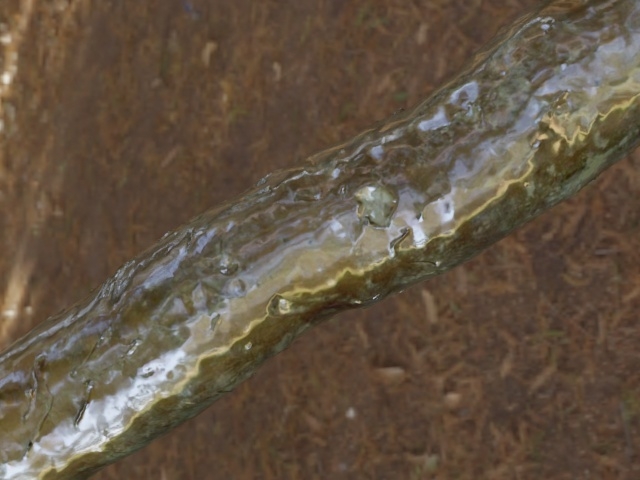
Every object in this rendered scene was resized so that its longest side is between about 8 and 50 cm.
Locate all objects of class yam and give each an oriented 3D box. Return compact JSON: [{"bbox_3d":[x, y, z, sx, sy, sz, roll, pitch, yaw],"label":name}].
[{"bbox_3d":[0.000,0.000,0.343,0.252,0.061,0.061,-32,55,6],"label":"yam"}]
